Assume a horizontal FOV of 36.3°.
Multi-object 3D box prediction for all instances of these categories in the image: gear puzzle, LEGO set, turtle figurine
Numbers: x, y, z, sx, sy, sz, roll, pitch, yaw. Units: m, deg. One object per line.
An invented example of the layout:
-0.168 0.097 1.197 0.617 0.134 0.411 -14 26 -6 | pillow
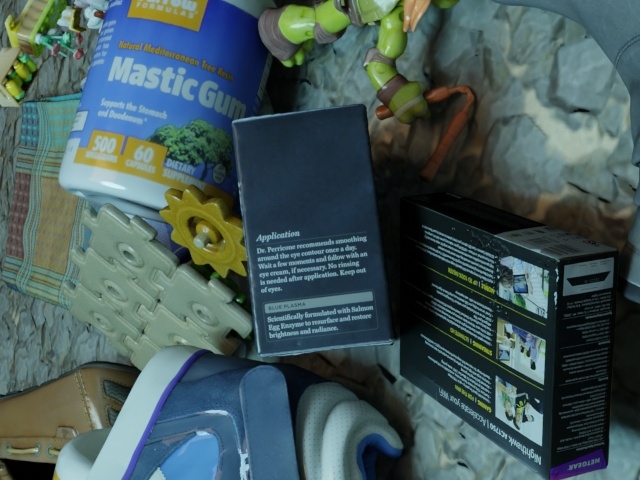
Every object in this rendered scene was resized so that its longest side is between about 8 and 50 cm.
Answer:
-0.130 0.034 0.845 0.175 0.044 0.339 39 148 0 | gear puzzle
-0.239 -0.232 1.023 0.287 0.107 0.132 -70 -1 -59 | LEGO set
0.039 -0.183 0.751 0.217 0.087 0.270 8 91 51 | turtle figurine

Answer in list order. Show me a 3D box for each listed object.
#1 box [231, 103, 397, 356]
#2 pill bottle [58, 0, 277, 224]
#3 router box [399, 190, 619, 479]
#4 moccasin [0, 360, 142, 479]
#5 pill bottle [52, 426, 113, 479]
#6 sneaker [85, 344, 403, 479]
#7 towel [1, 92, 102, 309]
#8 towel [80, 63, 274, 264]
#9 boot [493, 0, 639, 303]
0.000 0.000 0.696 0.156 0.093 0.158 54 -150 -83 | box
-0.121 -0.155 0.859 0.152 0.152 0.272 6 79 51 | pill bottle
0.109 0.050 0.613 0.179 0.046 0.133 -150 56 -62 | router box
-0.313 0.249 1.105 0.380 0.139 0.147 -21 60 38 | moccasin
-0.182 0.327 0.897 0.162 0.162 0.278 21 102 51 | pill bottle
-0.064 0.245 0.712 0.236 0.130 0.323 15 71 19 | sneaker
-0.306 -0.050 1.202 0.370 0.040 0.271 7 90 52 | towel
-0.139 -0.117 0.977 0.209 0.034 0.285 -35 59 22 | towel
0.187 -0.072 0.541 0.338 0.118 0.223 27 114 56 | boot
